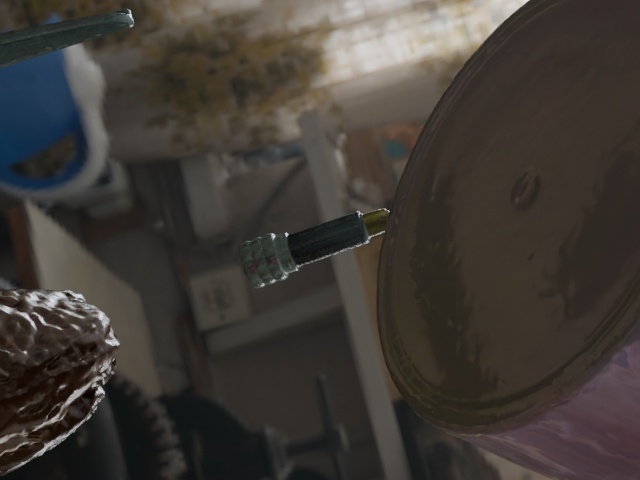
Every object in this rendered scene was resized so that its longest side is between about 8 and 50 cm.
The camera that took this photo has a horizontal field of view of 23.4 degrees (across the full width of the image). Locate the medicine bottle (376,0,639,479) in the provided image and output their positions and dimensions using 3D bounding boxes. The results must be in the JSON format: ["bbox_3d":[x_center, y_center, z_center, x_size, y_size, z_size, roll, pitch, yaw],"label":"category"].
[{"bbox_3d":[0.200,0.034,0.662,0.302,0.241,0.241,24,36,-27],"label":"medicine bottle"}]

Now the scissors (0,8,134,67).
[{"bbox_3d":[-0.311,-0.060,0.788,0.192,0.447,0.029,66,11,-73],"label":"scissors"}]

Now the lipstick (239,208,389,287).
[{"bbox_3d":[0.000,0.000,1.120,0.037,0.116,0.037,-20,90,-83],"label":"lipstick"}]

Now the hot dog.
[{"bbox_3d":[-0.200,0.060,0.675,0.160,0.226,0.099,-11,-102,63],"label":"hot dog"}]
